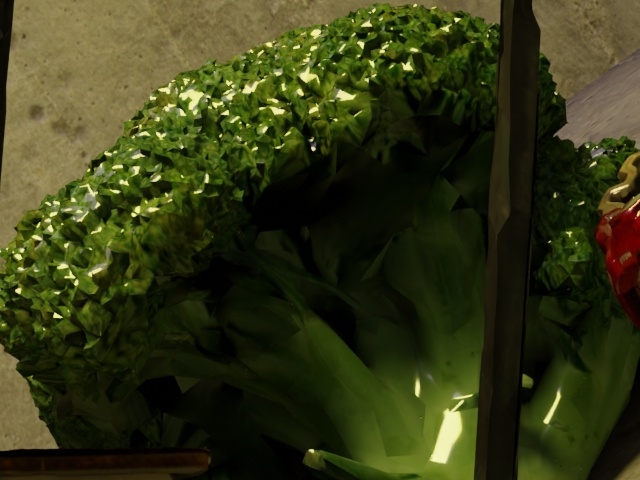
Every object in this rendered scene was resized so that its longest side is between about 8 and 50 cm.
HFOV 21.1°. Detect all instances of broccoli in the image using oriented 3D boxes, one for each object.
[{"bbox_3d":[0.013,0.038,0.946,0.413,0.309,0.321,3,-9,-30],"label":"broccoli"}]

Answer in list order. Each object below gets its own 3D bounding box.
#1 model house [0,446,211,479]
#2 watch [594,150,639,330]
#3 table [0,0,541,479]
[{"bbox_3d":[-0.130,0.186,0.709,0.326,0.244,0.169,-35,2,-26],"label":"model house"},{"bbox_3d":[0.233,-0.052,0.705,0.268,0.102,0.165,-41,28,-9],"label":"watch"},{"bbox_3d":[0.000,0.000,0.570,0.272,0.335,0.222,5,-6,-16],"label":"table"}]
